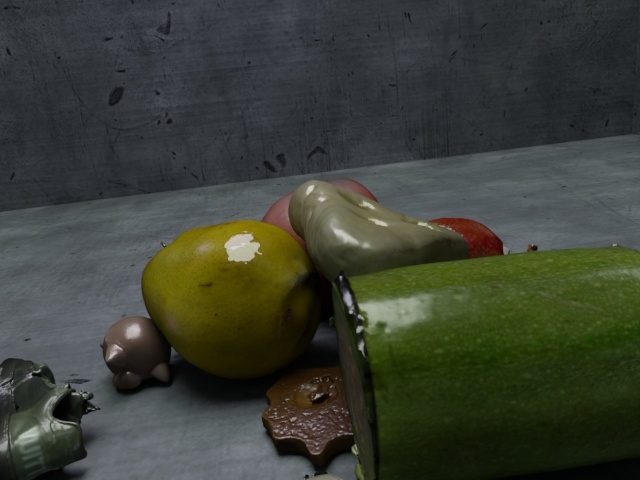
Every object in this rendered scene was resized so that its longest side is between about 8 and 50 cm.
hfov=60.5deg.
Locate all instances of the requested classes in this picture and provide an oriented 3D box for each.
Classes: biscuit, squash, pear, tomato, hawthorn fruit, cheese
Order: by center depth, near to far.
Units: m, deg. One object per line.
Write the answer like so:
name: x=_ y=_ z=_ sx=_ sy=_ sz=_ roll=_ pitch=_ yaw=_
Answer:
squash: x=0.212 y=0.150 z=0.674 sx=0.383 sy=0.263 sz=0.263 roll=-5 pitch=16 yaw=-8
biscuit: x=0.002 y=0.256 z=0.811 sx=0.182 sy=0.034 sz=0.215 roll=-5 pitch=19 yaw=6
cheese: x=0.046 y=-0.005 z=0.909 sx=0.350 sy=0.130 sz=0.328 roll=23 pitch=14 yaw=23
pear: x=-0.162 y=0.092 z=0.964 sx=0.335 sy=0.285 sz=0.285 roll=14 pitch=17 yaw=0
hawthorn fruit: x=0.285 y=0.053 z=1.117 sx=0.253 sy=0.205 sz=0.205 roll=0 pitch=14 yaw=-15
tomato: x=0.000 y=0.000 z=1.253 sx=0.340 sy=0.273 sz=0.341 roll=-5 pitch=17 yaw=2

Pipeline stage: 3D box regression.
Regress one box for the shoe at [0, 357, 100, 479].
shoe: x=-0.416 y=0.260 z=0.839 sx=0.149 sy=0.109 sz=0.293 roll=-8 pitch=19 yaw=-21

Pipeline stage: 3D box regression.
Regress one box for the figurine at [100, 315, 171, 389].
figurine: x=-0.333 y=0.200 z=0.992 sx=0.125 sy=0.125 sz=0.138 roll=-11 pitch=30 yaw=-16

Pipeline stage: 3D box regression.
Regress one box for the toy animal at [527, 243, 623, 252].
toy animal: x=0.510 y=0.084 z=1.138 sx=0.255 sy=0.114 sz=0.116 roll=-1 pitch=50 yaw=33

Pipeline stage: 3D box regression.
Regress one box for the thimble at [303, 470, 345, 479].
thimble: x=0.010 y=0.298 z=0.544 sx=0.115 sy=0.102 sz=0.090 roll=2 pitch=8 yaw=-41

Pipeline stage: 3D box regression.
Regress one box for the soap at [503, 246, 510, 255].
soap: x=0.348 y=0.060 z=1.297 sx=0.183 sy=0.064 sz=0.121 roll=1 pitch=20 yaw=25
